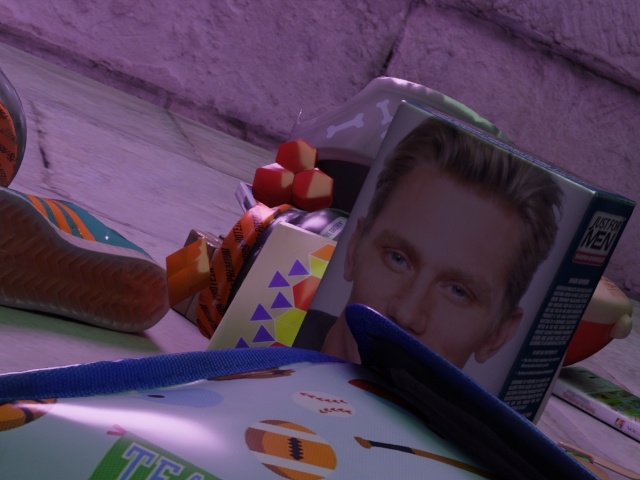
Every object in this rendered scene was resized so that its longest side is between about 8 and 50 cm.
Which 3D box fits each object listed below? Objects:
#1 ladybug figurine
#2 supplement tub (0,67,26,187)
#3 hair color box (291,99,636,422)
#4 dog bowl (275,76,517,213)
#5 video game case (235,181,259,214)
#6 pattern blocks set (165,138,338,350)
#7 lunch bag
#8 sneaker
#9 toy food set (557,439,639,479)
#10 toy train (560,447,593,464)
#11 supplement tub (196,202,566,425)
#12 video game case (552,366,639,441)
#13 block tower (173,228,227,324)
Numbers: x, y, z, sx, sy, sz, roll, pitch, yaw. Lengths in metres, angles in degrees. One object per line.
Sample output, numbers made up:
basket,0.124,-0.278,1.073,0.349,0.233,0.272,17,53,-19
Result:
ladybug figurine,0.278,0.077,2.170,0.449,0.162,0.305,24,6,37
supplement tub,-0.432,-0.137,1.522,0.193,0.194,0.316,20,10,-25
hair color box,0.077,0.089,1.045,0.173,0.347,0.105,29,10,28
dog bowl,0.091,-0.010,1.501,0.348,0.102,0.349,26,-35,20
video game case,0.000,0.000,1.797,0.204,0.025,0.285,22,11,-15
pattern blocks set,-0.008,0.069,1.258,0.285,0.325,0.026,28,-32,15
lunch bag,0.044,0.194,0.596,0.328,0.239,0.385,35,21,35
sneaker,-0.292,0.005,1.375,0.302,0.108,0.121,27,4,-40
toy food set,0.268,0.268,1.535,0.132,0.039,0.192,22,11,37
toy train,0.305,0.265,1.687,0.083,0.017,0.024,17,21,-40
supplement tub,0.058,0.101,1.382,0.338,0.207,0.207,28,10,18
video game case,0.452,0.253,2.115,0.206,0.026,0.227,28,9,26
block tower,-0.049,0.060,1.703,0.091,0.097,0.335,31,10,35
